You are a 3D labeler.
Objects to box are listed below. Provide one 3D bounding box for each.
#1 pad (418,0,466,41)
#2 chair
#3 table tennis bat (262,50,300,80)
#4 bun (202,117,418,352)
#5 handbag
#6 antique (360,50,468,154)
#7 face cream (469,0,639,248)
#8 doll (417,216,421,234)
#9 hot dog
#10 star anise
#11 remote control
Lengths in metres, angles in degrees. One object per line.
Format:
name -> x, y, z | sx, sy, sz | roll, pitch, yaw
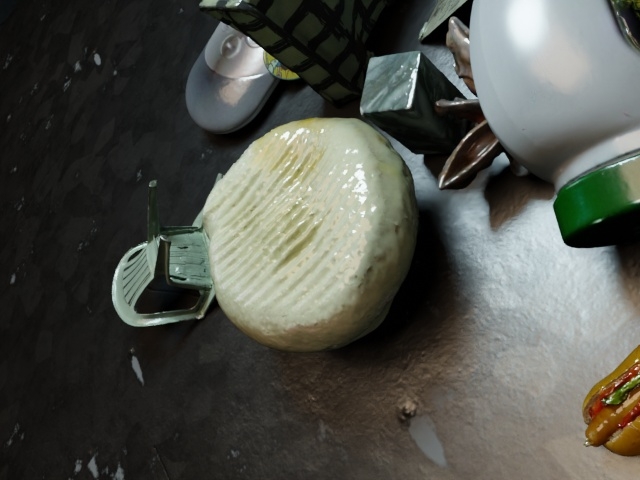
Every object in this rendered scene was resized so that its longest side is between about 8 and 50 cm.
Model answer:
pad -> 0.222, -0.411, 0.927 | 0.159, 0.009, 0.265 | -65, 9, -2
chair -> -0.283, 0.028, 1.161 | 0.274, 0.190, 0.203 | -61, 40, 43
table tennis bat -> -0.037, -0.370, 1.181 | 0.155, 0.019, 0.100 | -14, 96, 5
bun -> 0.000, 0.000, 0.913 | 0.365, 0.219, 0.365 | -14, 67, 34
handbag -> 0.004, -0.441, 1.013 | 0.162, 0.327, 0.325 | 25, 88, 43
antique -> 0.147, -0.193, 0.893 | 0.086, 0.183, 0.088 | 4, 79, 38
face cream -> 0.333, -0.187, 0.686 | 0.312, 0.219, 0.357 | -9, 75, -8
doll -> 0.131, -0.057, 0.960 | 0.037, 0.027, 0.125 | -29, 54, 27
hot dog -> 0.377, 0.150, 0.654 | 0.235, 0.062, 0.092 | -49, 53, 14
star anise -> 0.253, -0.195, 0.844 | 0.198, 0.110, 0.257 | -1, 80, -5
remote control -> -0.163, -0.376, 1.270 | 0.221, 0.103, 0.332 | 39, 100, 34
